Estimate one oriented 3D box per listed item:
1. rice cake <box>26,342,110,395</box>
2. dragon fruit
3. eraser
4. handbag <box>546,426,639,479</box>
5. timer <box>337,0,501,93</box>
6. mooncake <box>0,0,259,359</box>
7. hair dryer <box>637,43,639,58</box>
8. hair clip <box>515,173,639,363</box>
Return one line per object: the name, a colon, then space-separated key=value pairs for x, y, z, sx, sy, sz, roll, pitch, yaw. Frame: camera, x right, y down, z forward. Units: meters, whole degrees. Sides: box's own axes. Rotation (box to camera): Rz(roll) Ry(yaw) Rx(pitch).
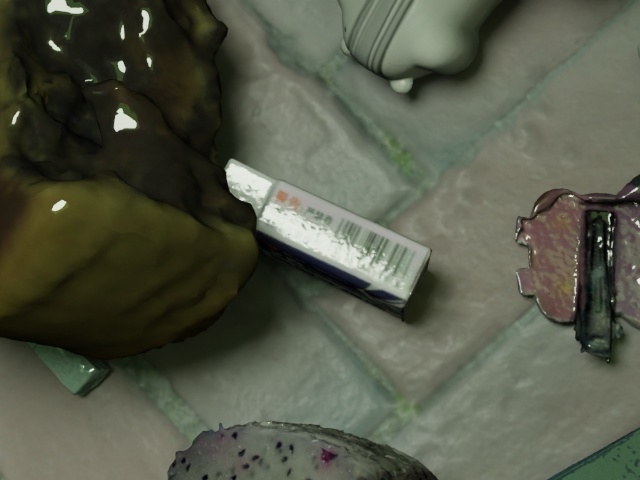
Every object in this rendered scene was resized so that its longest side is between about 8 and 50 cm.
rice cake: x=-0.305 y=0.054 z=1.248 sx=0.045 sy=0.042 sz=0.245 roll=-42 pitch=82 yaw=11
dragon fruit: x=-0.023 y=0.299 z=1.124 sx=0.221 sy=0.204 sz=0.283 roll=21 pitch=88 yaw=36
eraser: x=0.000 y=0.000 z=1.203 sx=0.210 sy=0.124 sz=0.068 roll=26 pitch=83 yaw=7
handbag: x=0.310 y=0.271 z=1.159 sx=0.229 sy=0.062 sz=0.179 roll=-28 pitch=71 yaw=-3
timer: x=0.135 y=-0.294 z=1.207 sx=0.290 sy=0.291 sz=0.315 roll=36 pitch=107 yaw=8
mooncake: x=-0.209 y=-0.098 z=1.107 sx=0.393 sy=0.246 sz=0.394 roll=12 pitch=83 yaw=47
hair dryer: x=0.450 y=-0.186 z=1.245 sx=0.236 sy=0.073 sz=0.131 roll=-23 pitch=79 yaw=-4
hair clip: x=0.267 y=0.029 z=1.228 sx=0.146 sy=0.056 sz=0.187 roll=-1 pitch=71 yaw=4
